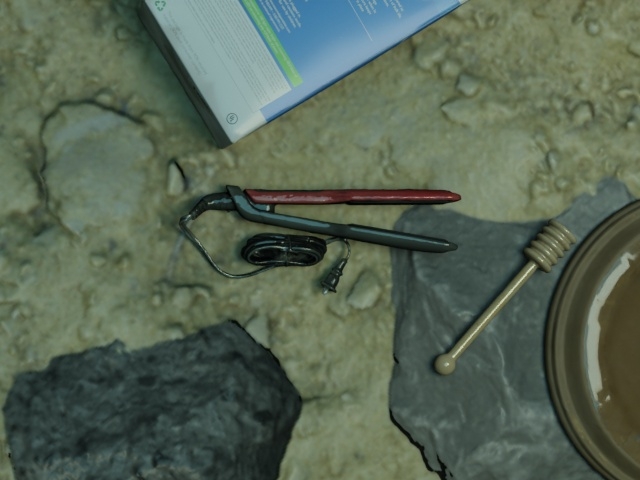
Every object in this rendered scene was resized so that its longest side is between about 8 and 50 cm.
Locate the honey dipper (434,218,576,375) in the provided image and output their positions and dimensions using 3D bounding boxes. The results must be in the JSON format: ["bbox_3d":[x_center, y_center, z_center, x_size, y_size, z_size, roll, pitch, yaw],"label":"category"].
[{"bbox_3d":[0.152,0.051,1.375,0.030,0.030,0.160,41,84,-7],"label":"honey dipper"}]

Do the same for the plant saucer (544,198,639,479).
[{"bbox_3d":[0.328,0.092,1.401,0.278,0.041,0.277,0,89,-11],"label":"plant saucer"}]

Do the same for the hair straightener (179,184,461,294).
[{"bbox_3d":[0.000,0.000,1.337,0.231,0.047,0.089,2,88,-10],"label":"hair straightener"}]

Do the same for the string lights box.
[{"bbox_3d":[-0.001,-0.197,1.327,0.260,0.077,0.133,-32,94,-10],"label":"string lights box"}]
